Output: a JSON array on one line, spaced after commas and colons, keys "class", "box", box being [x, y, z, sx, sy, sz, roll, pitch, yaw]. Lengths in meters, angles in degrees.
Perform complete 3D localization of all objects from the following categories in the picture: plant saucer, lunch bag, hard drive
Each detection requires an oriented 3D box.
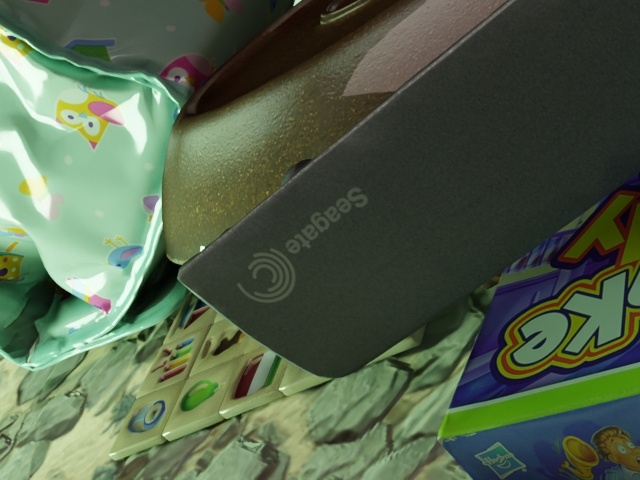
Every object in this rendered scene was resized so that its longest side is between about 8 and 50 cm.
[{"class": "plant saucer", "box": [0.047, -0.102, 0.657, 0.310, 0.050, 0.310, -33, 13, 9]}, {"class": "lunch bag", "box": [-0.111, -0.072, 0.878, 0.262, 0.160, 0.223, 107, -174, -45]}, {"class": "hard drive", "box": [0.089, -0.058, 0.409, 0.254, 0.054, 0.172, -38, -3, 10]}]

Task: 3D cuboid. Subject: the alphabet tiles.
[{"class": "alphabet tiles", "box": [0.000, 0.000, 0.788, 0.198, 0.009, 0.237, -25, 28, 36]}]

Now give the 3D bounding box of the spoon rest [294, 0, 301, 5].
[{"class": "spoon rest", "box": [0.023, -0.204, 1.049, 0.276, 0.084, 0.137, 10, 55, 46]}]

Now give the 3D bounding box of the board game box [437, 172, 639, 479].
[{"class": "board game box", "box": [0.218, -0.040, 0.418, 0.347, 0.078, 0.233, -21, 31, 41]}]

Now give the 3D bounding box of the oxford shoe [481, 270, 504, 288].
[{"class": "oxford shoe", "box": [0.090, -0.061, 0.670, 0.076, 0.076, 0.212, -23, 28, 29]}]

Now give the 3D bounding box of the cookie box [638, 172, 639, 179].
[{"class": "cookie box", "box": [0.133, -0.011, 0.346, 0.092, 0.040, 0.107, -39, 23, 11]}]
